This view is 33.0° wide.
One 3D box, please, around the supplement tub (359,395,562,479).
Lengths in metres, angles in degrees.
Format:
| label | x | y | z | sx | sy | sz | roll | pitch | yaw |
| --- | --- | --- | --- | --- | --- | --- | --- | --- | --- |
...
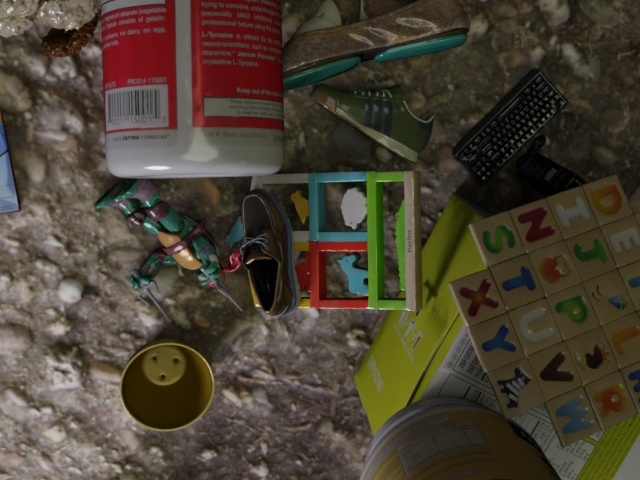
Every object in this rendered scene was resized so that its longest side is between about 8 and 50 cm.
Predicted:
| label | x | y | z | sx | sy | sz | roll | pitch | yaw |
| --- | --- | --- | --- | --- | --- | --- | --- | --- | --- |
| supplement tub | 0.166 | 0.327 | 1.206 | 0.241 | 0.331 | 0.241 | -1 | 103 | -4 |

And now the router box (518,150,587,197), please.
| label | x | y | z | sx | sy | sz | roll | pitch | yaw |
| --- | --- | --- | --- | --- | --- | --- | --- | --- | --- |
| router box | 0.388 | -0.049 | 1.600 | 0.179 | 0.133 | 0.046 | 38 | 95 | -24 |

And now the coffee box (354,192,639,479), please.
| label | x | y | z | sx | sy | sz | roll | pitch | yaw |
| --- | --- | --- | --- | --- | --- | --- | --- | --- | --- |
| coffee box | 0.279 | 0.175 | 1.526 | 0.334 | 0.337 | 0.338 | 26 | 99 | -10 |

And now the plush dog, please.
| label | x | y | z | sx | sy | sz | roll | pitch | yaw |
| --- | --- | --- | --- | --- | --- | --- | --- | --- | --- |
| plush dog | -0.372 | -0.346 | 1.366 | 0.225 | 0.210 | 0.262 | -6 | 110 | -37 |

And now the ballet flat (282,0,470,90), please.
| label | x | y | z | sx | sy | sz | roll | pitch | yaw |
| --- | --- | --- | --- | --- | --- | --- | --- | --- | --- |
| ballet flat | 0.050 | -0.289 | 1.507 | 0.316 | 0.107 | 0.106 | -16 | 87 | -12 |

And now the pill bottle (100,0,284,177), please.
| label | x | y | z | sx | sy | sz | roll | pitch | yaw |
| --- | --- | --- | --- | --- | --- | --- | --- | --- | --- |
| pill bottle | -0.162 | -0.285 | 1.369 | 0.229 | 0.229 | 0.408 | -1 | 92 | -11 |

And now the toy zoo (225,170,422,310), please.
| label | x | y | z | sx | sy | sz | roll | pitch | yaw |
| --- | --- | --- | --- | --- | --- | --- | --- | --- | --- |
| toy zoo | 0.000 | 0.000 | 1.520 | 0.293 | 0.030 | 0.192 | -1 | 92 | 25 |

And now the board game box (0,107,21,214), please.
| label | x | y | z | sx | sy | sz | roll | pitch | yaw |
| --- | --- | --- | --- | --- | --- | --- | --- | --- | --- |
| board game box | -0.562 | -0.088 | 1.464 | 0.281 | 0.027 | 0.145 | -9 | 108 | -9 |

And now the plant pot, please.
| label | x | y | z | sx | sy | sz | roll | pitch | yaw |
| --- | --- | --- | --- | --- | --- | --- | --- | --- | --- |
| plant pot | -0.225 | 0.196 | 1.571 | 0.134 | 0.095 | 0.134 | -3 | 105 | -11 |

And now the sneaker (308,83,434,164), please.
| label | x | y | z | sx | sy | sz | roll | pitch | yaw |
| --- | --- | --- | --- | --- | --- | --- | --- | --- | --- |
| sneaker | 0.081 | -0.191 | 1.549 | 0.192 | 0.064 | 0.086 | 30 | 94 | -21 |

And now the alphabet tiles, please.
| label | x | y | z | sx | sy | sz | roll | pitch | yaw |
| --- | --- | --- | --- | --- | --- | --- | --- | --- | --- |
| alphabet tiles | 0.330 | 0.078 | 1.319 | 0.342 | 0.011 | 0.285 | -18 | 81 | -23 |

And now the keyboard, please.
| label | x | y | z | sx | sy | sz | roll | pitch | yaw |
| --- | --- | --- | --- | --- | --- | --- | --- | --- | --- |
| keyboard | 0.294 | -0.158 | 1.620 | 0.180 | 0.023 | 0.108 | -44 | 109 | 3 |

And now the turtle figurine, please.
| label | x | y | z | sx | sy | sz | roll | pitch | yaw |
| --- | --- | --- | --- | --- | --- | --- | --- | --- | --- |
| turtle figurine | -0.205 | 0.012 | 1.521 | 0.175 | 0.118 | 0.234 | -26 | 112 | 40 |

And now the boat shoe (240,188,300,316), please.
| label | x | y | z | sx | sy | sz | roll | pitch | yaw |
| --- | --- | --- | --- | --- | --- | --- | --- | --- | --- |
| boat shoe | -0.075 | 0.016 | 1.500 | 0.066 | 0.066 | 0.183 | -20 | 83 | 25 |
